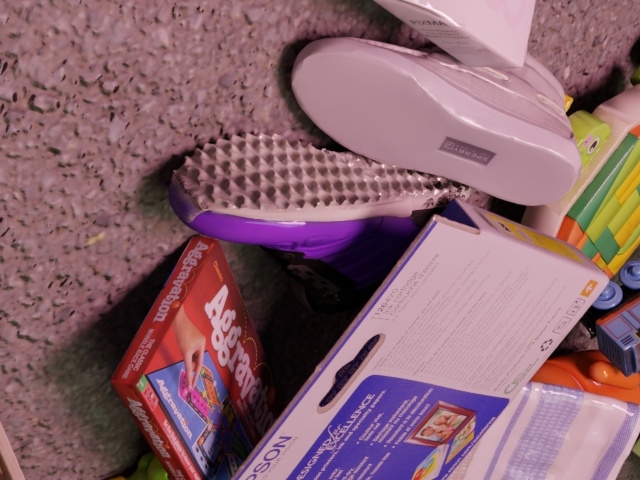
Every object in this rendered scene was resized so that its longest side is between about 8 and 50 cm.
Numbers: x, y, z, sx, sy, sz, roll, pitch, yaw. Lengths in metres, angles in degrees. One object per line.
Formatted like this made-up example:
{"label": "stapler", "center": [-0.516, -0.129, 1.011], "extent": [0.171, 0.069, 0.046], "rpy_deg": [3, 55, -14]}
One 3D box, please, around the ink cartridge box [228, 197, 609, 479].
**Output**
{"label": "ink cartridge box", "center": [0.081, 0.109, 0.888], "extent": [0.307, 0.072, 0.303], "rpy_deg": [19, 114, -46]}

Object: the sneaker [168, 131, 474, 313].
{"label": "sneaker", "center": [0.001, 0.000, 0.819], "extent": [0.293, 0.102, 0.146], "rpy_deg": [-2, 126, -40]}

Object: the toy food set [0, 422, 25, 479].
{"label": "toy food set", "center": [-0.347, 0.213, 0.657], "extent": [0.306, 0.092, 0.219], "rpy_deg": [-29, 136, -25]}

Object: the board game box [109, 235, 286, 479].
{"label": "board game box", "center": [-0.086, 0.143, 0.849], "extent": [0.281, 0.027, 0.145], "rpy_deg": [73, 32, -45]}

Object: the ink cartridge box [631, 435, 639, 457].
{"label": "ink cartridge box", "center": [0.662, 0.289, 1.653], "extent": [0.272, 0.115, 0.198], "rpy_deg": [-53, 140, 3]}

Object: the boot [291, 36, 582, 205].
{"label": "boot", "center": [0.096, -0.124, 0.826], "extent": [0.258, 0.123, 0.095], "rpy_deg": [22, 136, -21]}

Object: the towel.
{"label": "towel", "center": [0.211, 0.250, 1.148], "extent": [0.285, 0.034, 0.209], "rpy_deg": [12, 115, -12]}

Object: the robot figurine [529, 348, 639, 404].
{"label": "robot figurine", "center": [0.313, 0.204, 1.249], "extent": [0.219, 0.158, 0.128], "rpy_deg": [-6, 94, -40]}

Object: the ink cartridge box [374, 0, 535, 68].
{"label": "ink cartridge box", "center": [0.082, -0.245, 0.691], "extent": [0.232, 0.066, 0.189], "rpy_deg": [20, 80, -52]}

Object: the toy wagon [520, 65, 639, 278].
{"label": "toy wagon", "center": [0.281, -0.051, 1.039], "extent": [0.267, 0.068, 0.344], "rpy_deg": [-54, 152, 3]}

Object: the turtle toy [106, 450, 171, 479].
{"label": "turtle toy", "center": [-0.141, 0.232, 0.887], "extent": [0.095, 0.066, 0.130], "rpy_deg": [-12, 126, -37]}

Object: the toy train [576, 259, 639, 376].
{"label": "toy train", "center": [0.395, 0.075, 1.182], "extent": [0.184, 0.105, 0.080], "rpy_deg": [-31, 139, -8]}
